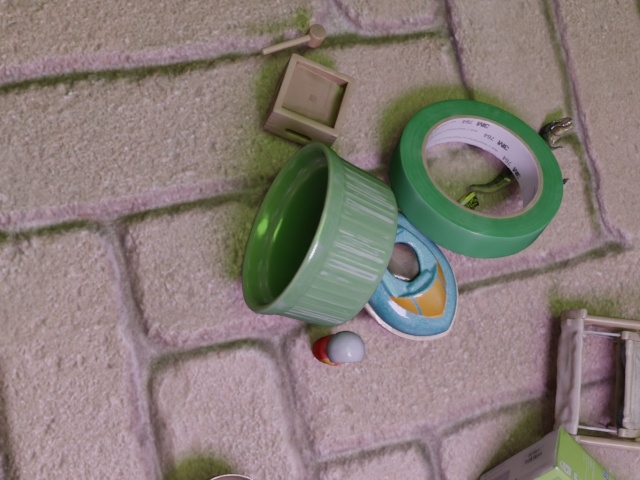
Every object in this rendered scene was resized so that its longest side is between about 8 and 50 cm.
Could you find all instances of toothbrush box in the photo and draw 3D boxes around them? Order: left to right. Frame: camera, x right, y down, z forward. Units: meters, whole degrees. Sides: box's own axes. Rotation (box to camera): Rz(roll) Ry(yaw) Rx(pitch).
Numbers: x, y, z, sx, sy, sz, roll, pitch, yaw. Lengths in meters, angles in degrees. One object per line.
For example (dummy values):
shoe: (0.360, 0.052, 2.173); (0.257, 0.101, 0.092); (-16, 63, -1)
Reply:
toothbrush box: (0.453, 0.513, 1.642); (0.283, 0.206, 0.122); (44, 31, -5)

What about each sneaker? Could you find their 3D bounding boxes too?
sneaker: (0.282, -0.061, 1.765); (0.083, 0.031, 0.035); (-42, 98, -19)

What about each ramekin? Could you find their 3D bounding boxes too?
ramekin: (0.000, 0.000, 1.525); (0.148, 0.303, 0.304); (22, 76, -23)

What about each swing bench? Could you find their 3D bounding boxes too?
swing bench: (0.567, 0.277, 1.756); (0.254, 0.165, 0.253); (9, 81, -12)

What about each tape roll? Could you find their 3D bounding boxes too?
tape roll: (0.291, -0.120, 1.684); (0.321, 0.077, 0.321); (8, 56, -12)

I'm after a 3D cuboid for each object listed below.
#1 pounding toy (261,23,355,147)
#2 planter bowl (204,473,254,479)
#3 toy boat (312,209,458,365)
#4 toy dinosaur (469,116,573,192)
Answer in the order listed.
pounding toy: (-0.037, -0.293, 1.658); (0.181, 0.094, 0.206); (21, 68, -11)
planter bowl: (-0.163, 0.468, 1.502); (0.162, 0.109, 0.162); (2, 82, -18)
toy boat: (0.116, 0.111, 1.624); (0.318, 0.148, 0.267); (-45, 99, -19)
toy dinosaur: (0.430, -0.139, 1.812); (0.268, 0.064, 0.118); (-38, 80, -18)
